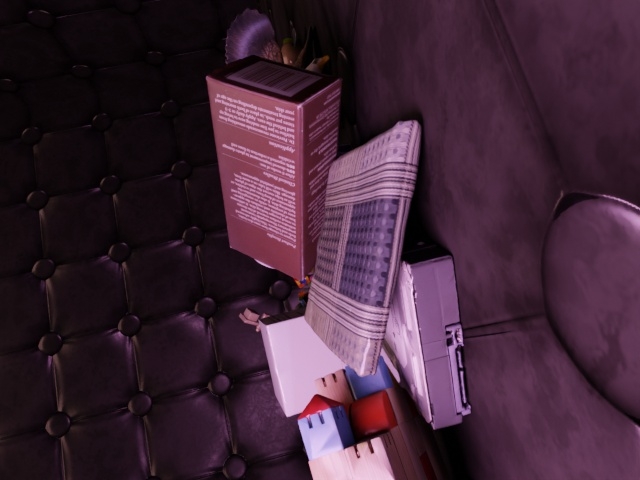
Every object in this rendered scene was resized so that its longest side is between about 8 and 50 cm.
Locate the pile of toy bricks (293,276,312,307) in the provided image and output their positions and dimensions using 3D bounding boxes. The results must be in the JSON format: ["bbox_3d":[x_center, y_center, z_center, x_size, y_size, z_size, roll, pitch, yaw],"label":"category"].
[{"bbox_3d":[-0.009,0.133,1.224,0.212,0.118,0.105,59,168,-8],"label":"pile of toy bricks"}]

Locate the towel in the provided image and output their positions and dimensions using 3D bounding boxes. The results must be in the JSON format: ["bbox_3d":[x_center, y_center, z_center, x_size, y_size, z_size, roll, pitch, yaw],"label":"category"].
[{"bbox_3d":[0.053,0.006,0.673,0.324,0.056,0.312,-170,90,-76],"label":"towel"}]

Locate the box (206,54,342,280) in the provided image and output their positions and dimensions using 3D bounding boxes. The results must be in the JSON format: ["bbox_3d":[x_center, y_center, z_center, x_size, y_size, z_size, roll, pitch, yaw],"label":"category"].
[{"bbox_3d":[-0.077,-0.125,0.856,0.143,0.191,0.381,-46,-29,-42],"label":"box"}]

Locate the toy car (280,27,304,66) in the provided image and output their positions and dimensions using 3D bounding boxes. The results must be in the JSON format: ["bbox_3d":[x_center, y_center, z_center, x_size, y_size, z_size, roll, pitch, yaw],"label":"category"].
[{"bbox_3d":[-0.100,-0.513,1.283,0.188,0.149,0.155,-166,73,-72],"label":"toy car"}]

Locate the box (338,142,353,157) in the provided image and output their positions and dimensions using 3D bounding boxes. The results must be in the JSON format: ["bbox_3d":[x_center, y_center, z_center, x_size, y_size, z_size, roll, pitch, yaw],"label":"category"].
[{"bbox_3d":[0.055,-0.124,0.919,0.054,0.059,0.168,87,170,-50],"label":"box"}]

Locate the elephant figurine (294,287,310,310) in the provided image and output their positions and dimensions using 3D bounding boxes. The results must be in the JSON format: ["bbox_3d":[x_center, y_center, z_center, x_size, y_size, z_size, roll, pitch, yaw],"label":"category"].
[{"bbox_3d":[0.060,0.218,1.342,0.169,0.240,0.186,62,-148,-37],"label":"elephant figurine"}]

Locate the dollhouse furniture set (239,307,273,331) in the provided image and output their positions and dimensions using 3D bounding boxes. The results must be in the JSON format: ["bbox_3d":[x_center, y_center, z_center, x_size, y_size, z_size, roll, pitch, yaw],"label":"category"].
[{"bbox_3d":[-0.068,0.383,1.361,0.303,0.356,0.173,31,93,51],"label":"dollhouse furniture set"}]

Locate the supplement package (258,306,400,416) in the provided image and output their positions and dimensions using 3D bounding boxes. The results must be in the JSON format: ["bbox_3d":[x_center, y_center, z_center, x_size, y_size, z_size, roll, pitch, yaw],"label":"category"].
[{"bbox_3d":[0.010,0.253,1.066,0.198,0.263,0.199,158,99,-76],"label":"supplement package"}]

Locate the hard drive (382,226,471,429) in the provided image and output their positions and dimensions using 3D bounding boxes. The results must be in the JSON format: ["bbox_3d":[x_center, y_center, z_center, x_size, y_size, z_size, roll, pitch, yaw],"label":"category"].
[{"bbox_3d":[0.123,0.091,0.713,0.339,0.064,0.236,-122,20,-72],"label":"hard drive"}]

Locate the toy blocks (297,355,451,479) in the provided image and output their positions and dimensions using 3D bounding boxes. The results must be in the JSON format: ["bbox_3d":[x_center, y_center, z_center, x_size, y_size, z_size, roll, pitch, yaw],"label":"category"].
[{"bbox_3d":[0.085,0.290,0.652,0.381,0.191,0.260,32,-145,-63],"label":"toy blocks"}]

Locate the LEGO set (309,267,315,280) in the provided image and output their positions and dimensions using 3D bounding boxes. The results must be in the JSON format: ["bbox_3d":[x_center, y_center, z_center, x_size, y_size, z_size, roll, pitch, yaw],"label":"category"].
[{"bbox_3d":[0.000,0.000,1.328,0.132,0.107,0.286,-169,79,-64],"label":"LEGO set"}]

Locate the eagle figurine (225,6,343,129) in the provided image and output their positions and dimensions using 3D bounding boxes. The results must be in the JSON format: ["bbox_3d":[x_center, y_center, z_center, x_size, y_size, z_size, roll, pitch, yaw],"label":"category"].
[{"bbox_3d":[-0.066,-0.354,1.030,0.298,0.225,0.226,63,179,26],"label":"eagle figurine"}]
